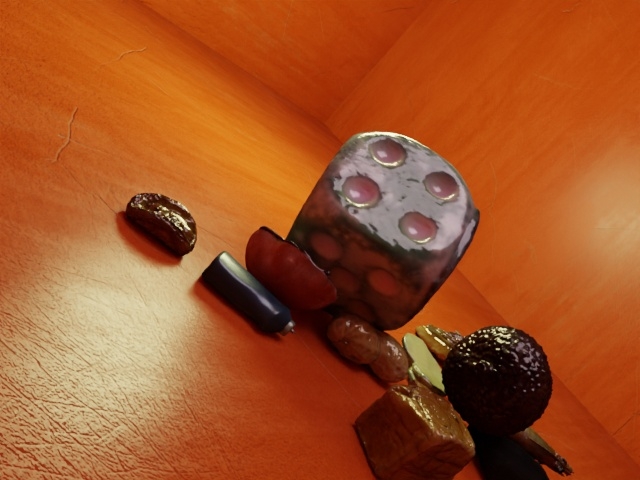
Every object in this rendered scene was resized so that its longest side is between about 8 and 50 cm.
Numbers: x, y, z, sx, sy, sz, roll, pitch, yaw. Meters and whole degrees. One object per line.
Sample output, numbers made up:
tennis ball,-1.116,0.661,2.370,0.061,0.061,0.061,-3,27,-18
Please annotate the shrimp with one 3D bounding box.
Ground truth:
shrimp,0.514,0.514,1.799,0.287,0.063,0.152,37,-21,-1

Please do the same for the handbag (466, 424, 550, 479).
handbag,0.463,0.534,1.637,0.247,0.080,0.223,40,13,-13

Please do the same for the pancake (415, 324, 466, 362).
pancake,0.436,0.307,2.060,0.245,0.057,0.266,-14,44,-37

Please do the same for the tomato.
tomato,-0.072,0.081,1.439,0.228,0.112,0.199,29,-19,48

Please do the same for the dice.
dice,0.133,-0.017,1.591,0.348,0.330,0.328,32,53,4

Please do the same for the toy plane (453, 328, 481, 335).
toy plane,0.496,0.383,2.132,0.223,0.104,0.326,39,19,-13

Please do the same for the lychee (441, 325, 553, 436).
lychee,0.413,0.324,1.622,0.261,0.260,0.260,40,14,-12

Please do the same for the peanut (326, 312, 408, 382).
peanut,0.106,0.232,1.524,0.229,0.098,0.103,33,58,-31

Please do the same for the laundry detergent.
laundry detergent,-0.127,0.109,1.320,0.206,0.061,0.096,43,6,-4

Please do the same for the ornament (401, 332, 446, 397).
ornament,0.274,0.337,1.764,0.180,0.059,0.201,36,18,-31

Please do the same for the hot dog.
hot dog,-0.288,-0.035,1.296,0.147,0.065,0.099,41,24,-16

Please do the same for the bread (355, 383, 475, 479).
bread,0.169,0.353,1.245,0.149,0.143,0.158,33,13,-34

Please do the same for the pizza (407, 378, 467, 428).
pizza,0.254,0.386,1.569,0.175,0.046,0.134,44,12,6
